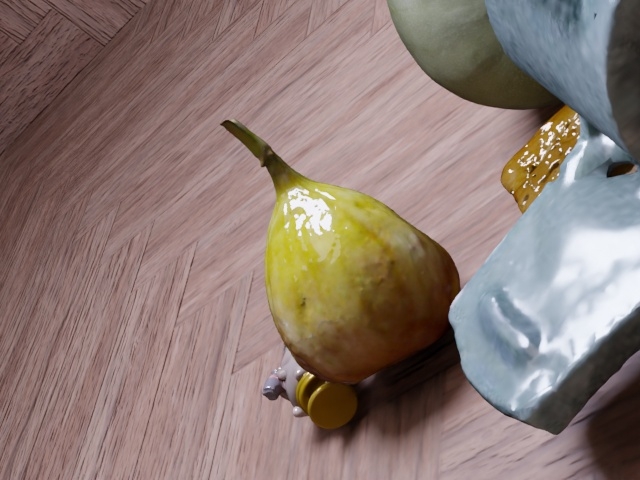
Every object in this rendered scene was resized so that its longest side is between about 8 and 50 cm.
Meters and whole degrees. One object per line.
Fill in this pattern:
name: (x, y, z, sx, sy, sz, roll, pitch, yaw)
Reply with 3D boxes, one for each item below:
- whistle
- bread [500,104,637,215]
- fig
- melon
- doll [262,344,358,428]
whistle: (0.201, -0.079, 0.667, 0.168, 0.188, 0.405, -120, 33, -59)
bread: (0.257, -0.106, 0.842, 0.271, 0.077, 0.139, -46, 21, 14)
fig: (0.000, 0.000, 0.937, 0.159, 0.257, 0.159, -37, 9, 7)
melon: (0.177, -0.243, 0.956, 0.272, 0.272, 0.308, -33, 25, 38)
doll: (-0.016, 0.124, 1.024, 0.084, 0.073, 0.127, -16, 25, -11)
